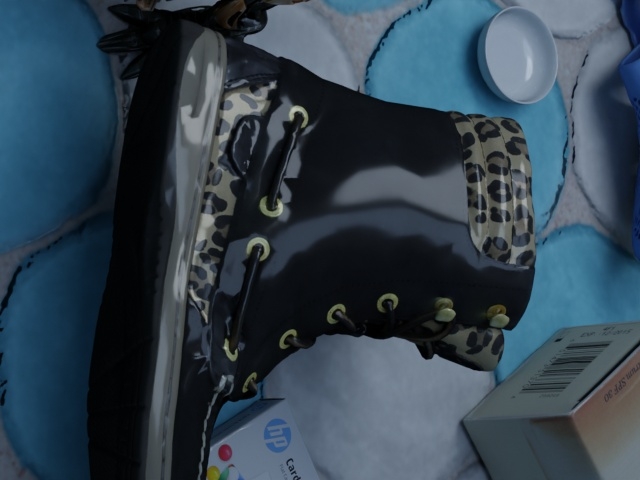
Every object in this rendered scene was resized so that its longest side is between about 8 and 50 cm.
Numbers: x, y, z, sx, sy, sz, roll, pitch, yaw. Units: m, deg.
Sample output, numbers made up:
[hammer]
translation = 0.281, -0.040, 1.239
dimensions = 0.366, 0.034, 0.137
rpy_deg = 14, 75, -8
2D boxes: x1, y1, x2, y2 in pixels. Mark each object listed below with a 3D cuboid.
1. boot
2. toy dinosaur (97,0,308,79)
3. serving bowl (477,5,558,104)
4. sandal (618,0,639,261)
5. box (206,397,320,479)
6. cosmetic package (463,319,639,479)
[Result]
[boot]
translation = -0.005, 0.054, 1.328
dimensions = 0.284, 0.138, 0.377
rpy_deg = 9, 78, -22
[toy dinosaur]
translation = -0.053, -0.201, 1.339
dimensions = 0.322, 0.218, 0.164
rpy_deg = 30, 67, -32
[serving bowl]
translation = 0.161, -0.153, 1.621
dimensions = 0.083, 0.027, 0.083
rpy_deg = 6, 81, -38
[sandal]
translation = 0.309, -0.123, 1.684
dimensions = 0.138, 0.126, 0.317
rpy_deg = 26, 61, -29
[box]
translation = -0.073, 0.220, 1.390
dimensions = 0.186, 0.038, 0.145
rpy_deg = -30, 104, -37
[cosmetic package]
translation = 0.263, 0.228, 1.593
dimensions = 0.153, 0.129, 0.296
rpy_deg = -40, 109, -35
